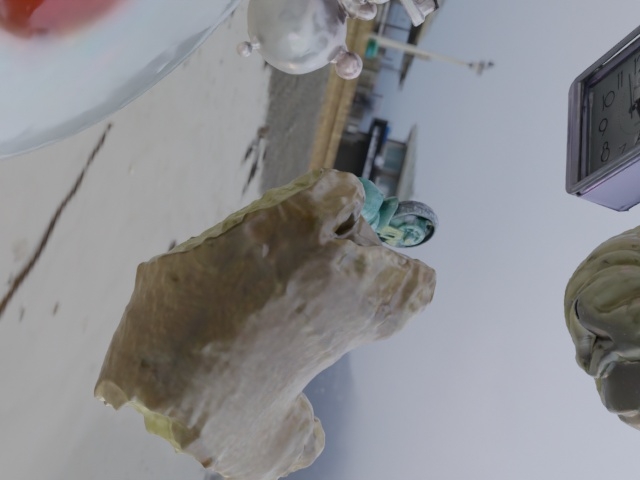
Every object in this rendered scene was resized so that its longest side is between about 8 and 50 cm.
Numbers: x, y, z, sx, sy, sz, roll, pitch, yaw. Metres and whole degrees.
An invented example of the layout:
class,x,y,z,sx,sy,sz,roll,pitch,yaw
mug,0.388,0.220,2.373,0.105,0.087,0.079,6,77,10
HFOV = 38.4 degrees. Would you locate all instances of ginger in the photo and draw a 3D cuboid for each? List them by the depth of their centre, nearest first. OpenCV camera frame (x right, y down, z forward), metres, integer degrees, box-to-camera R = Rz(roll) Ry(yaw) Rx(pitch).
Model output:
class,x,y,z,sx,sy,sz,roll,pitch,yaw
ginger,-0.040,0.072,0.719,0.130,0.275,0.221,135,-65,-88

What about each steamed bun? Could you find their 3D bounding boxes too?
class,x,y,z,sx,sy,sz,roll,pitch,yaw
steamed bun,0.427,0.119,1.143,0.320,0.206,0.275,6,-71,57

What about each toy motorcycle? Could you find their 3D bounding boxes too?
class,x,y,z,sx,sy,sz,roll,pitch,yaw
toy motorcycle,-0.002,0.001,1.243,0.296,0.198,0.109,-28,-136,29

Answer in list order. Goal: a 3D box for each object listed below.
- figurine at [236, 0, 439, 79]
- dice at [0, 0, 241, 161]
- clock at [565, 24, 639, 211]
class,x,y,z,sx,sy,sz,roll,pitch,yaw
figurine,0.011,-0.301,1.211,0.182,0.256,0.145,53,10,-39
dice,-0.211,-0.244,0.511,0.304,0.304,0.277,-45,156,9
clock,0.320,-0.130,0.888,0.193,0.073,0.145,136,-35,-62
